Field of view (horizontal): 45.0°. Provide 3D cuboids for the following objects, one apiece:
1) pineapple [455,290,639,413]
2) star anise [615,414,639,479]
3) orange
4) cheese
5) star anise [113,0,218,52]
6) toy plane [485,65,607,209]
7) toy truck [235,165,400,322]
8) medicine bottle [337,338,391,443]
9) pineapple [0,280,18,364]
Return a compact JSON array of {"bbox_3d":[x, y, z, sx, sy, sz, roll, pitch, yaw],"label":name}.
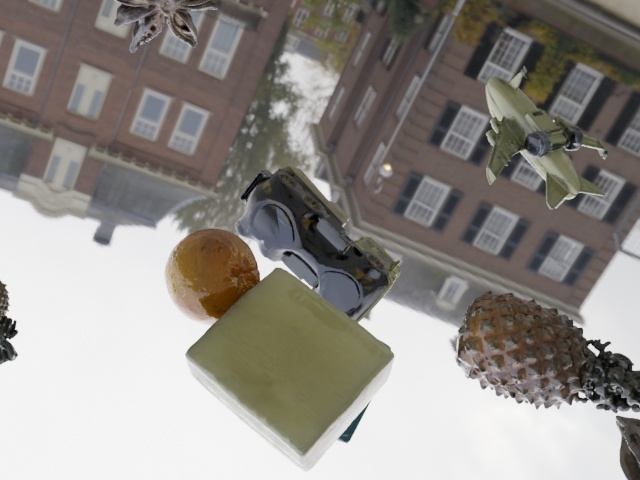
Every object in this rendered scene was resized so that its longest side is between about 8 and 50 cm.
[{"bbox_3d":[0.392,0.196,1.192,0.361,0.175,0.175,17,-164,21],"label":"pineapple"},{"bbox_3d":[0.338,0.244,0.704,0.073,0.197,0.212,-11,-108,-19],"label":"star anise"},{"bbox_3d":[-0.193,0.066,1.387,0.155,0.177,0.178,10,-172,36],"label":"orange"},{"bbox_3d":[-0.049,0.208,1.297,0.265,0.124,0.242,36,-117,19],"label":"cheese"},{"bbox_3d":[-0.216,-0.350,1.095,0.195,0.182,0.065,65,-171,-52],"label":"star anise"},{"bbox_3d":[0.336,-0.163,1.215,0.242,0.104,0.256,-15,-108,-26],"label":"toy plane"},{"bbox_3d":[0.000,0.000,1.812,0.405,0.180,0.254,44,-157,9],"label":"toy truck"},{"bbox_3d":[0.056,0.325,1.677,0.124,0.258,0.079,30,166,9],"label":"medicine bottle"},{"bbox_3d":[-0.606,0.155,1.441,0.074,0.159,0.074,-7,-162,2],"label":"pineapple"}]
